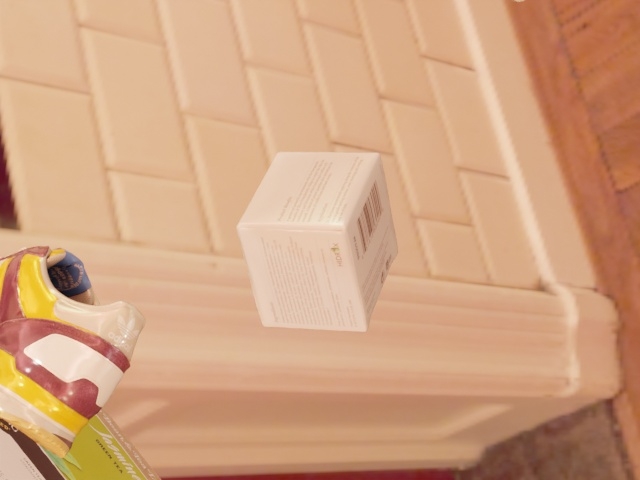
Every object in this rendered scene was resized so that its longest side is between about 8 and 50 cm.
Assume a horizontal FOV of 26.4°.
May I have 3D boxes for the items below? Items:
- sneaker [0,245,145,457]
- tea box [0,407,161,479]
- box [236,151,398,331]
[{"bbox_3d":[-0.156,0.036,0.682,0.185,0.069,0.084,27,74,41],"label":"sneaker"},{"bbox_3d":[-0.366,0.313,1.369,0.329,0.323,0.220,-40,86,11],"label":"tea box"},{"bbox_3d":[0.000,0.000,1.030,0.087,0.101,0.102,2,128,19],"label":"box"}]
